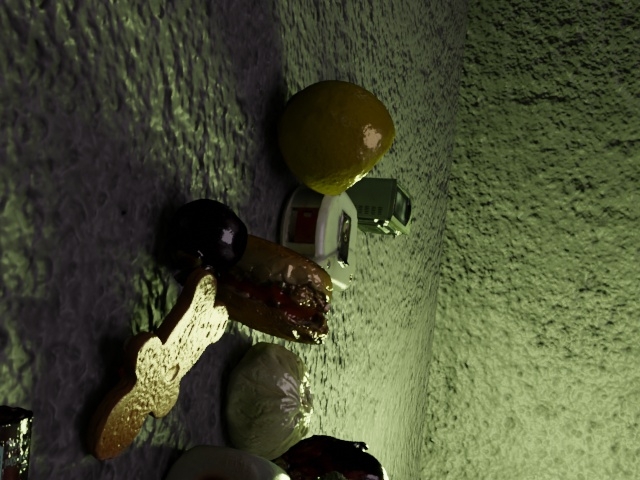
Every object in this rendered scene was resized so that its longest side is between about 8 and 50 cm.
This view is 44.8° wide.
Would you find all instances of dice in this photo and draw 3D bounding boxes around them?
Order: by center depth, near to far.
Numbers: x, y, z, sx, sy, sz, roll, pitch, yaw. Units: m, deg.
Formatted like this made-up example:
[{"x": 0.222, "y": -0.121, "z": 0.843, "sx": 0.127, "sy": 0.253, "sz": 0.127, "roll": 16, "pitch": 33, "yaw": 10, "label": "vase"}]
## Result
[{"x": -0.162, "y": 0.475, "z": 1.340, "sx": 0.192, "sy": 0.194, "sz": 0.193, "roll": 63, "pitch": 35, "yaw": -52, "label": "dice"}]

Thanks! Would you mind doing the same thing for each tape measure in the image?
[{"x": 0.000, "y": 0.000, "z": 1.770, "sx": 0.258, "sy": 0.130, "sz": 0.265, "roll": 27, "pitch": 69, "yaw": -66, "label": "tape measure"}]

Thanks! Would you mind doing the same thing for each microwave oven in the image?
[{"x": 0.157, "y": -0.086, "z": 2.113, "sx": 0.205, "sy": 0.163, "sz": 0.129, "roll": 30, "pitch": 65, "yaw": -67, "label": "microwave oven"}]

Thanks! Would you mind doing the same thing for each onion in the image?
[{"x": 0.021, "y": 0.550, "z": 1.735, "sx": 0.281, "sy": 0.281, "sz": 0.221, "roll": 65, "pitch": 32, "yaw": -53, "label": "onion"}]

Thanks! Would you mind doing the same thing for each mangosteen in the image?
[{"x": -0.193, "y": 0.007, "z": 1.268, "sx": 0.151, "sy": 0.137, "sz": 0.137, "roll": -61, "pitch": 152, "yaw": -18, "label": "mangosteen"}]

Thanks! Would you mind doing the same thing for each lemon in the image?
[{"x": 0.021, "y": -0.230, "z": 1.637, "sx": 0.219, "sy": 0.240, "sz": 0.240, "roll": 43, "pitch": 40, "yaw": -11, "label": "lemon"}]

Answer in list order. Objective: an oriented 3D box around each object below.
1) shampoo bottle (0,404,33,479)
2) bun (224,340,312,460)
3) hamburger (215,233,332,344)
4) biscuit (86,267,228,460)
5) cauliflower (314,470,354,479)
[{"x": -0.391, "y": 0.355, "z": 0.868, "sx": 0.129, "sy": 0.084, "sz": 0.323, "roll": 1, "pitch": 94, "yaw": -67, "label": "shampoo bottle"}, {"x": -0.093, "y": 0.327, "z": 1.561, "sx": 0.244, "sy": 0.153, "sz": 0.244, "roll": 7, "pitch": 90, "yaw": -65, "label": "bun"}, {"x": -0.084, "y": 0.088, "z": 1.423, "sx": 0.163, "sy": 0.244, "sz": 0.244, "roll": -69, "pitch": 156, "yaw": -13, "label": "hamburger"}, {"x": -0.252, "y": 0.189, "z": 1.190, "sx": 0.324, "sy": 0.049, "sz": 0.205, "roll": -59, "pitch": 159, "yaw": -29, "label": "biscuit"}, {"x": 0.003, "y": 0.501, "z": 1.282, "sx": 0.272, "sy": 0.275, "sz": 0.250, "roll": 41, "pitch": 10, "yaw": -29, "label": "cauliflower"}]
